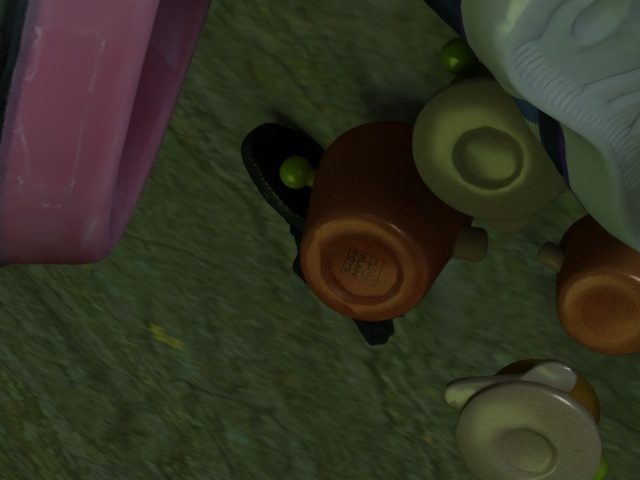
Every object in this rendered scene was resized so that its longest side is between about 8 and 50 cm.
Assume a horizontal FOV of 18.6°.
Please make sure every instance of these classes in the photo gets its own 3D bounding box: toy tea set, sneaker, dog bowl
[{"bbox_3d":[0.135,0.029,1.125,0.200,0.124,0.336,-30,110,31],"label":"toy tea set"},{"bbox_3d":[0.100,-0.136,0.876,0.236,0.130,0.323,57,-166,30],"label":"sneaker"},{"bbox_3d":[0.001,-0.002,1.268,0.170,0.051,0.089,40,150,-13],"label":"sneaker"},{"bbox_3d":[-0.103,-0.171,0.756,0.150,0.408,0.408,18,154,-2],"label":"dog bowl"}]
